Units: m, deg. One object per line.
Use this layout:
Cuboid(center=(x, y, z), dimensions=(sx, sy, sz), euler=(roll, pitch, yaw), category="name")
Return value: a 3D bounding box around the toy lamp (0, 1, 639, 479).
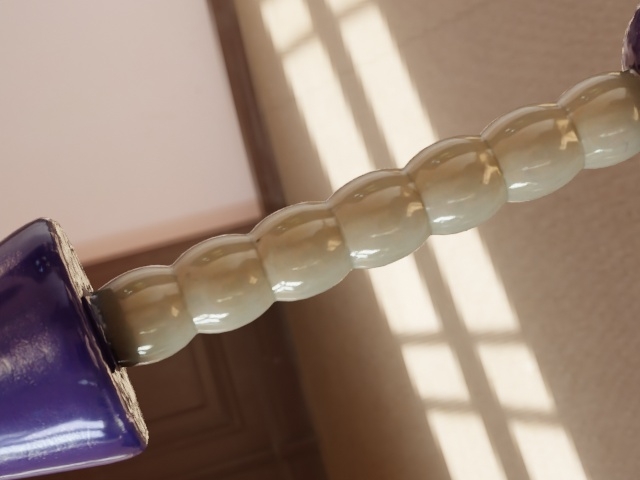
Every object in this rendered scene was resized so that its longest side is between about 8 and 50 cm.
Cuboid(center=(0.000, 0.000, 0.480), dimensions=(0.080, 0.274, 0.080), euler=(158, 90, -84), category="toy lamp")
